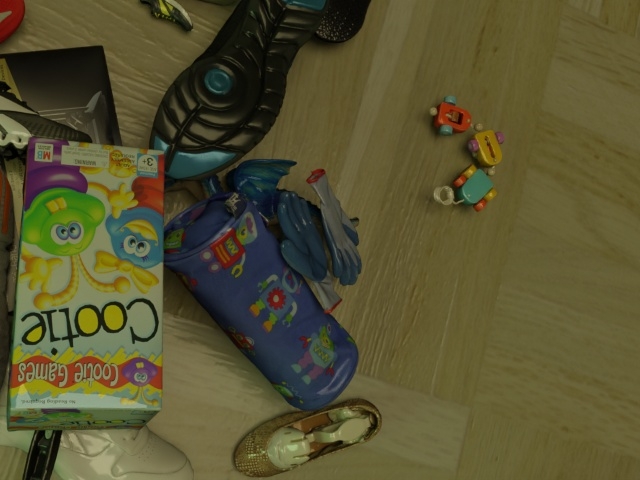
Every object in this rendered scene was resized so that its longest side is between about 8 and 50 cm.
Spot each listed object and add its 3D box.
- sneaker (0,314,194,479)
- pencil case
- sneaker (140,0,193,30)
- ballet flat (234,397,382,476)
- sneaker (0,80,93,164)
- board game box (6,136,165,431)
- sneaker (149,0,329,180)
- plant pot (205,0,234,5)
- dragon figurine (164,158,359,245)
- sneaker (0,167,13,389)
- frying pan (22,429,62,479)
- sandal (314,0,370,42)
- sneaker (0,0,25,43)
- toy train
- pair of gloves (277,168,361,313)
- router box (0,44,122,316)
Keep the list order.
[{"bbox_3d":[-0.270,0.198,0.967,0.305,0.114,0.152,31,103,-14],"label":"sneaker"},{"bbox_3d":[-0.068,0.071,1.021,0.133,0.119,0.306,-52,125,-25],"label":"pencil case"},{"bbox_3d":[-0.207,-0.307,1.127,0.083,0.031,0.035,44,85,-5],"label":"sneaker"},{"bbox_3d":[-0.011,0.255,1.098,0.206,0.067,0.073,-19,90,-20],"label":"ballet flat"},{"bbox_3d":[-0.367,-0.147,0.931,0.234,0.078,0.106,9,83,-15],"label":"sneaker"},{"bbox_3d":[-0.245,0.051,0.885,0.144,0.142,0.275,4,69,-20],"label":"board game box"},{"bbox_3d":[-0.104,-0.201,1.075,0.125,0.139,0.341,38,66,-11],"label":"sneaker"},{"bbox_3d":[-0.138,-0.376,1.123,0.096,0.109,0.109,26,75,-27],"label":"plant pot"},{"bbox_3d":[-0.076,-0.063,1.108,0.289,0.085,0.144,-8,86,-19],"label":"dragon figurine"},{"bbox_3d":[-0.428,0.072,0.873,0.180,0.124,0.321,-1,72,4],"label":"sneaker"},{"bbox_3d":[-0.293,0.341,0.845,0.197,0.053,0.326,29,79,15],"label":"frying pan"},{"bbox_3d":[0.038,-0.341,1.216,0.067,0.040,0.179,41,57,-16],"label":"sandal"},{"bbox_3d":[-0.444,-0.240,0.944,0.279,0.118,0.107,-26,124,-46],"label":"sneaker"},{"bbox_3d":[0.205,-0.122,1.240,0.125,0.046,0.166,10,76,-17],"label":"toy train"},{"bbox_3d":[0.000,0.000,1.046,0.159,0.023,0.198,67,26,-11],"label":"pair of gloves"},{"bbox_3d":[-0.356,-0.065,1.010,0.242,0.081,0.309,-10,86,-20],"label":"router box"}]
